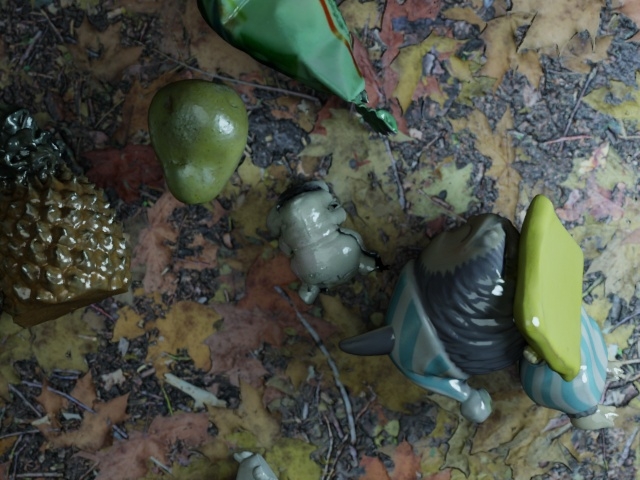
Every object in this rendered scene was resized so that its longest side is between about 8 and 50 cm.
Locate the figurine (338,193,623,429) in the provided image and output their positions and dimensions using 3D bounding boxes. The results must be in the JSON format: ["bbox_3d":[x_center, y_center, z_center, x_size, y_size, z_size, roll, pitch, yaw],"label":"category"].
[{"bbox_3d":[0.232,0.137,1.744,0.377,0.266,0.361,-11,125,33],"label":"figurine"}]

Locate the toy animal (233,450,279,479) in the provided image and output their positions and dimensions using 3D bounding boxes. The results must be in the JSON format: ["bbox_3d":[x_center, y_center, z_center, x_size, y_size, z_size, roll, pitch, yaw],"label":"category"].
[{"bbox_3d":[-0.156,0.422,1.806,0.181,0.131,0.127,-37,61,-4],"label":"toy animal"}]

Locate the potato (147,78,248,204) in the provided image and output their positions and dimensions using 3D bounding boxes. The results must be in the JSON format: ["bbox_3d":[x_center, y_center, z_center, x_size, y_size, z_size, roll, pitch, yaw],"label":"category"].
[{"bbox_3d":[-0.189,-0.150,1.717,0.157,0.157,0.194,4,97,0],"label":"potato"}]

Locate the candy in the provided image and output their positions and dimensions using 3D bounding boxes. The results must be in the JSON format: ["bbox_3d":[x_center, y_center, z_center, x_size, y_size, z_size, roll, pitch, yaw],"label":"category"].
[{"bbox_3d":[-0.033,-0.297,1.647,0.172,0.263,0.398,-40,93,13],"label":"candy"}]

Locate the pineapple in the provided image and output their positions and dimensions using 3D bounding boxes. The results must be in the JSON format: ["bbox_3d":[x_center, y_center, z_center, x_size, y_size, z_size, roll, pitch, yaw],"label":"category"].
[{"bbox_3d":[-0.433,-0.061,1.710,0.222,0.223,0.357,-21,85,2],"label":"pineapple"}]

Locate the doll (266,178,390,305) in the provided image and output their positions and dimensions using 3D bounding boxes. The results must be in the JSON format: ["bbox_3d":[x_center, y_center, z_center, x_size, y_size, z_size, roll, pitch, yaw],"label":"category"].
[{"bbox_3d":[0.000,0.000,1.754,0.149,0.095,0.192,-31,91,1],"label":"doll"}]
